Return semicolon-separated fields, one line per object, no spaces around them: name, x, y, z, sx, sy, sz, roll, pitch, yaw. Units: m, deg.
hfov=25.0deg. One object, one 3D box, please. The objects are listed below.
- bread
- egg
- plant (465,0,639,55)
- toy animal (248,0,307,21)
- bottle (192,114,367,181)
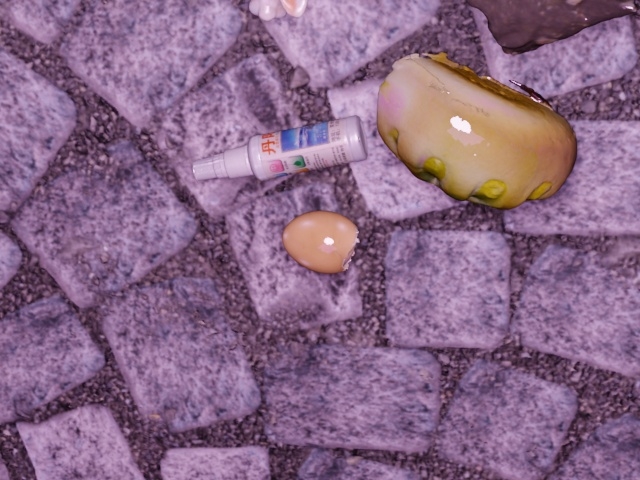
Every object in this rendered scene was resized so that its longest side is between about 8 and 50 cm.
bread;0.179;-0.112;1.702;0.261;0.156;0.158;26;112;-5
egg;0.000;0.000;1.813;0.096;0.080;0.080;21;114;5
plant;0.281;-0.338;1.580;0.276;0.199;0.188;-35;112;23
toy animal;-0.040;-0.373;1.621;0.138;0.140;0.282;23;113;-19
bottle;-0.052;-0.105;1.782;0.217;0.060;0.060;-12;112;10
